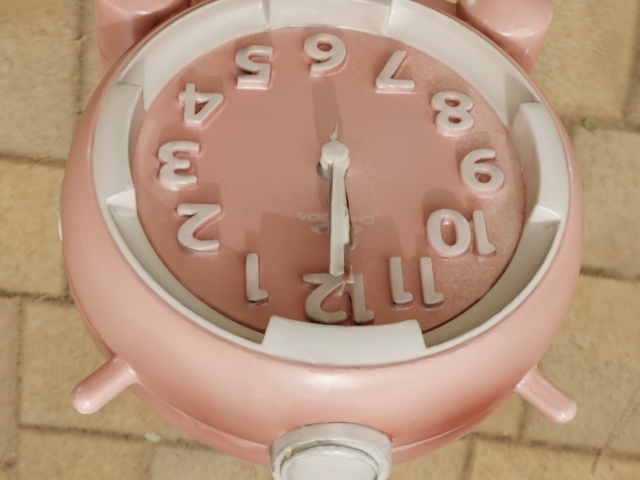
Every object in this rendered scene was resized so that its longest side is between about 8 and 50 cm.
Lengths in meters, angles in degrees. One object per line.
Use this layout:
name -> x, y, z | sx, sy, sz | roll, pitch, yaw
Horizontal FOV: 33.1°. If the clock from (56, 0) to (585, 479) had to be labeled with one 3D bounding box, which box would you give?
clock -> 0.000, 0.000, 0.481 | 0.227, 0.241, 0.142 | 1, 143, -6
